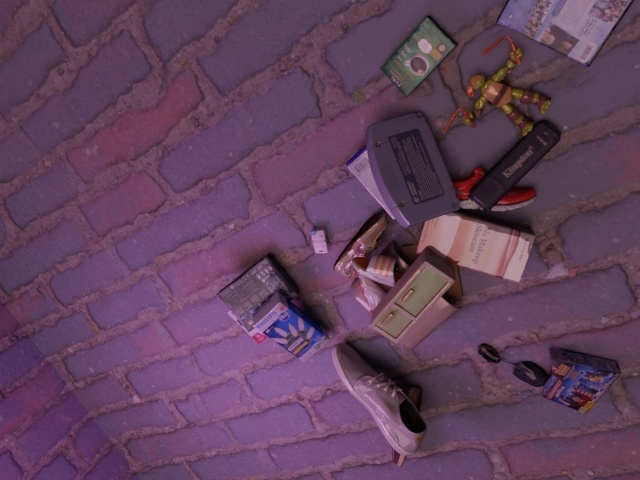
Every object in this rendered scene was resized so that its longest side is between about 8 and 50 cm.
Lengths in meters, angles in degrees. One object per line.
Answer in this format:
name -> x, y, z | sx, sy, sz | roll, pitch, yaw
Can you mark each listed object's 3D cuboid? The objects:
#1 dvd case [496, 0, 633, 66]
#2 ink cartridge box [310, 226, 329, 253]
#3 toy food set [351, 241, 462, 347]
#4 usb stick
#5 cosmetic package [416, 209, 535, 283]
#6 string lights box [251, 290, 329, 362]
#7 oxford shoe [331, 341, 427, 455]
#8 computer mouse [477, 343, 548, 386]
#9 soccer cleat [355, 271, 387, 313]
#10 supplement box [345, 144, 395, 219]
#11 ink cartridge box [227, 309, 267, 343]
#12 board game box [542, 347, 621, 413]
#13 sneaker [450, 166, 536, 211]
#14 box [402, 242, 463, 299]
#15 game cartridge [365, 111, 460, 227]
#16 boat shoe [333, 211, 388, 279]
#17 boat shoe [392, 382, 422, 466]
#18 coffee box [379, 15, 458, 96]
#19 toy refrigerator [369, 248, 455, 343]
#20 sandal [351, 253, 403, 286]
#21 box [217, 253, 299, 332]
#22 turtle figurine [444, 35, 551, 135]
dvd case -> 0.581, -0.554, 1.204 | 0.253, 0.022, 0.180 | 30, 121, 6
ink cartridge box -> 0.000, 0.000, 1.705 | 0.048, 0.028, 0.083 | -3, 114, 23
toy food set -> 0.274, 0.181, 1.645 | 0.306, 0.092, 0.220 | 43, 119, 2
usb stick -> 0.511, -0.196, 1.337 | 0.278, 0.045, 0.077 | -47, 72, 10
cosmetic package -> 0.441, 0.002, 1.456 | 0.296, 0.129, 0.153 | 15, 103, 13
string lights box -> -0.106, 0.309, 1.797 | 0.133, 0.077, 0.259 | -44, 119, 9
oxford shoe -> 0.210, 0.527, 1.764 | 0.449, 0.169, 0.130 | 50, 121, 20
computer mouse -> 0.628, 0.412, 1.654 | 0.242, 0.041, 0.071 | 24, 122, 9
soccer cleat -> 0.173, 0.166, 1.598 | 0.076, 0.068, 0.196 | -23, 92, -1
supplement box -> 0.196, -0.189, 1.484 | 0.111, 0.114, 0.220 | -38, 96, 31
ink cartridge box -> -0.247, 0.286, 1.919 | 0.175, 0.072, 0.127 | 45, 122, -4
board game box -> 0.784, 0.424, 1.576 | 0.194, 0.060, 0.194 | 22, 120, 4
sneaker -> 0.457, -0.146, 1.412 | 0.279, 0.107, 0.118 | 4, 105, 17
box -> 0.358, 0.099, 1.616 | 0.164, 0.021, 0.201 | -5, 114, 25
game cartridge -> 0.242, -0.193, 1.381 | 0.198, 0.062, 0.297 | -18, 83, -12
boat shoe -> 0.144, 0.019, 1.623 | 0.089, 0.104, 0.285 | 35, 133, -3
boat shoe -> 0.291, 0.682, 1.882 | 0.123, 0.123, 0.342 | 14, 115, 23
coffee box -> 0.260, -0.490, 1.352 | 0.113, 0.040, 0.184 | 44, 122, -3
toy refrigerator -> 0.260, 0.164, 1.444 | 0.102, 0.094, 0.269 | 34, 117, -4
sandal -> 0.226, 0.092, 1.528 | 0.265, 0.102, 0.076 | 24, 116, 4
box -> -0.222, 0.189, 1.815 | 0.232, 0.059, 0.183 | -38, 97, 5
turtle figurine -> 0.462, -0.363, 1.308 | 0.217, 0.087, 0.269 | 30, 114, -3
